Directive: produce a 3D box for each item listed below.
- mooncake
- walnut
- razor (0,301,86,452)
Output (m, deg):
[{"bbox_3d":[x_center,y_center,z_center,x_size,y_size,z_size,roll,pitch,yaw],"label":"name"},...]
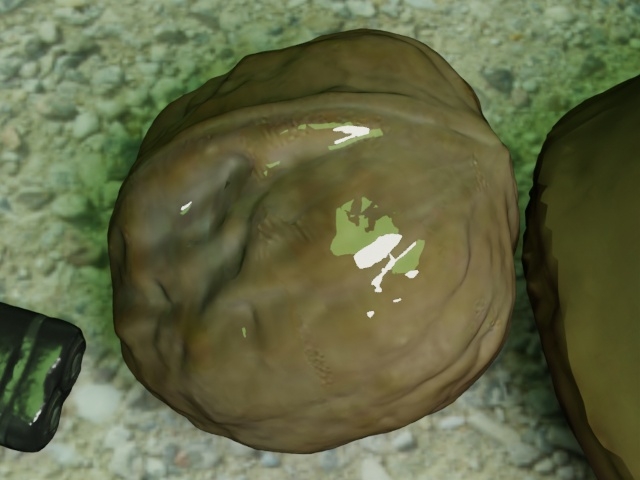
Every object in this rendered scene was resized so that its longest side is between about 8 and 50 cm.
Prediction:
[{"bbox_3d":[0.314,0.048,0.923,0.393,0.246,0.394,35,44,-19],"label":"mooncake"},{"bbox_3d":[0.000,0.002,0.923,0.273,0.273,0.227,-36,109,-19],"label":"walnut"},{"bbox_3d":[-0.232,0.077,0.971,0.148,0.054,0.090,19,66,3],"label":"razor"}]
